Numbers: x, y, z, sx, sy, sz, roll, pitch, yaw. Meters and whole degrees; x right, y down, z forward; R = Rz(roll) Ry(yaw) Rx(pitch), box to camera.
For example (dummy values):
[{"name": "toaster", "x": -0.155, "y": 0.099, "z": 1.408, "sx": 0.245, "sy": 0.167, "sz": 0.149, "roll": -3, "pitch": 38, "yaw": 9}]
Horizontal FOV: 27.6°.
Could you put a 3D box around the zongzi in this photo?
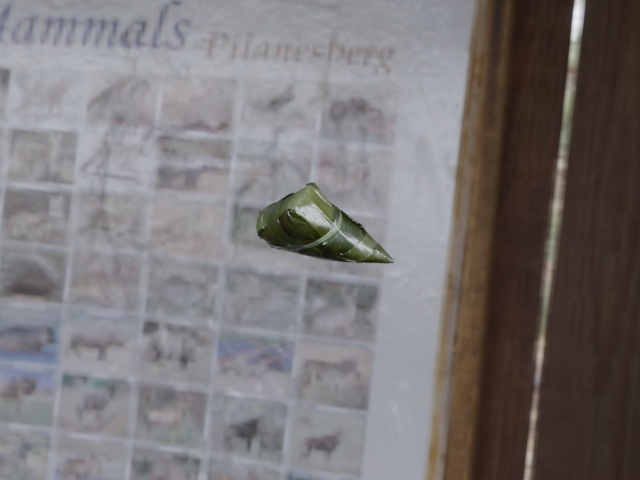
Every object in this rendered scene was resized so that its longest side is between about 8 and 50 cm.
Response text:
[{"name": "zongzi", "x": 0.000, "y": 0.000, "z": 1.283, "sx": 0.119, "sy": 0.055, "sz": 0.109, "roll": 35, "pitch": -24, "yaw": -17}]
